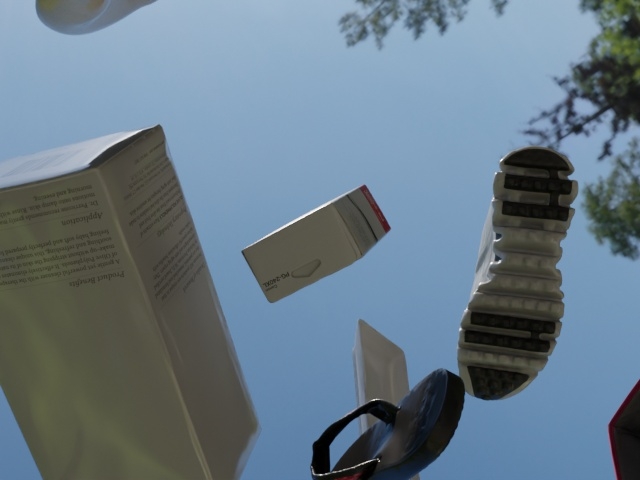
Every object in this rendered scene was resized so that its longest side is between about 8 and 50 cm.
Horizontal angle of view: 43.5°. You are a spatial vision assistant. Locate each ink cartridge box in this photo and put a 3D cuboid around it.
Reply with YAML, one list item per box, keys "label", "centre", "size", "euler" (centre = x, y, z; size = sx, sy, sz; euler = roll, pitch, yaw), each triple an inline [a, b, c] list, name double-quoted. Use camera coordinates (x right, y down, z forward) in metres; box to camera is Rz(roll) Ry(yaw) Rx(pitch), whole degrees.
- label: "ink cartridge box"
  centre: [0.000, 0.000, 0.824]
  size: [0.063, 0.109, 0.150]
  euler: [62, -162, -2]

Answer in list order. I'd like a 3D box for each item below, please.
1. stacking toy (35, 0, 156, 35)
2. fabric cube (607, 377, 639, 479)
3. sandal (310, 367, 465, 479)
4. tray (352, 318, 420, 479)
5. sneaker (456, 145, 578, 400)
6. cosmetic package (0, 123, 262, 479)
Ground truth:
- label: "stacking toy"
  centre: [-0.354, -0.530, 0.991]
  size: [0.480, 0.350, 0.350]
  euler: [46, -140, -6]
- label: "fabric cube"
  centre: [0.623, 0.322, 1.208]
  size: [0.258, 0.259, 0.254]
  euler: [19, -148, 1]
- label: "sandal"
  centre: [0.022, 0.116, 0.446]
  size: [0.040, 0.179, 0.067]
  euler: [24, -131, -5]
- label: "tray"
  centre: [0.083, 0.249, 1.044]
  size: [0.145, 0.030, 0.270]
  euler: [39, -141, -49]
- label: "sneaker"
  centre: [0.223, 0.039, 0.923]
  size: [0.110, 0.292, 0.118]
  euler: [13, -175, 3]
- label: "cosmetic package"
  centre: [-0.212, 0.092, 0.807]
  size: [0.155, 0.197, 0.365]
  euler: [-64, -38, -64]
